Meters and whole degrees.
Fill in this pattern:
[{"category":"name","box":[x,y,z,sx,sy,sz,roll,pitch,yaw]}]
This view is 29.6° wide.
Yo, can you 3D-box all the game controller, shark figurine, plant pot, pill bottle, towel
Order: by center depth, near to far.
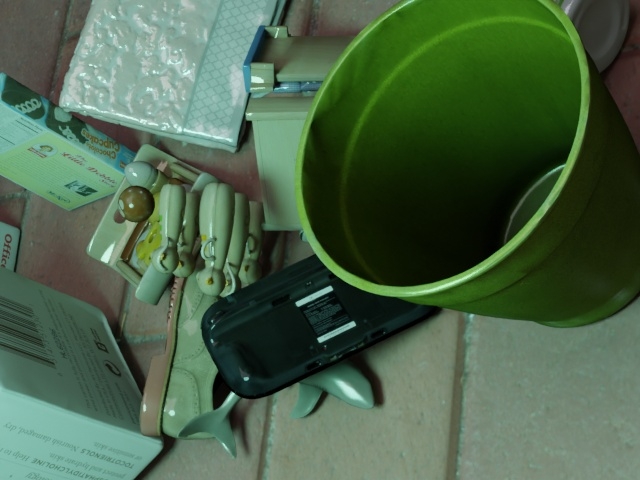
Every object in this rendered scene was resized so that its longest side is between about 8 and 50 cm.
[{"category":"plant pot","box":[0.221,-0.056,1.402,0.366,0.353,0.367,-18,59,33]},{"category":"pill bottle","box":[0.276,-0.311,1.621,0.245,0.136,0.136,28,90,44]},{"category":"game controller","box":[0.000,0.094,1.633,0.319,0.067,0.166,-25,59,-10]},{"category":"shark figurine","box":[-0.069,0.185,1.687,0.278,0.116,0.166,-20,55,21]},{"category":"towel","box":[-0.239,-0.334,2.004,0.316,0.053,0.332,15,78,4]}]

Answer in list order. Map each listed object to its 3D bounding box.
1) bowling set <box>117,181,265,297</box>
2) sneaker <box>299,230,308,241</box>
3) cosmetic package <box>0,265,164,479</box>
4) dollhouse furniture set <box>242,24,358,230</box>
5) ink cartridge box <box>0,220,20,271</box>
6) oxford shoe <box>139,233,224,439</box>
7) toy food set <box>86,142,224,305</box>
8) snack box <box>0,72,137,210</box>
[{"category":"bowling set","box":[-0.193,0.004,1.745,0.199,0.287,0.154,3,85,13]},{"category":"sneaker","box":[0.000,0.000,1.785,0.083,0.032,0.037,-2,69,40]},{"category":"cosmetic package","box":[-0.523,0.290,1.847,0.394,0.327,0.329,-46,48,13]},{"category":"dollhouse furniture set","box":[0.036,-0.183,1.814,0.286,0.198,0.303,0,36,8]},{"category":"ink cartridge box","box":[-0.727,0.044,2.215,0.197,0.270,0.198,-15,61,36]},{"category":"oxford shoe","box":[-0.173,0.143,1.836,0.130,0.123,0.348,10,64,4]},{"category":"toy food set","box":[-0.281,-0.036,1.953,0.220,0.092,0.306,-61,27,-1]},{"category":"snack box","box":[-0.481,-0.160,2.064,0.187,0.322,0.060,-17,57,33]}]
